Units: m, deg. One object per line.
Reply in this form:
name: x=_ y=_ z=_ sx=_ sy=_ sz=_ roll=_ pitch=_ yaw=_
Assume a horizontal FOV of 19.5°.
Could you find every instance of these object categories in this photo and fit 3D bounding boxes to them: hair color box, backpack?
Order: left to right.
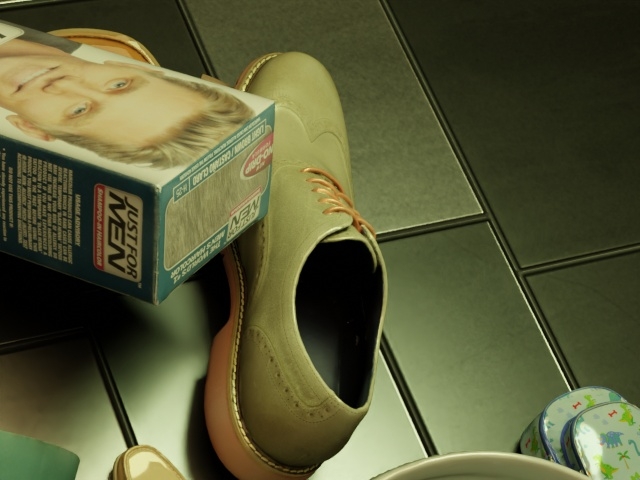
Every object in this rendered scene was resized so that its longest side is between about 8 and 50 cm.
hair color box: x=-0.226 y=-0.079 z=1.416 sx=0.347 sy=0.105 sz=0.174 roll=18 pitch=33 yaw=21
backpack: x=0.225 y=0.175 z=1.505 sx=0.105 sy=0.084 sz=0.114 roll=-12 pitch=59 yaw=-27

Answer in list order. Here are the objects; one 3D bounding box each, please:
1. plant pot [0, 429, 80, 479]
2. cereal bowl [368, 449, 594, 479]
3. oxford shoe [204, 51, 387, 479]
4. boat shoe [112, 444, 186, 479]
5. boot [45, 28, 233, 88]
plant pot: x=-0.313 y=0.235 z=1.171 sx=0.293 sy=0.293 sz=0.235 roll=9 pitch=75 yaw=-12
cereal bowl: x=0.103 y=0.320 z=1.302 sx=0.339 sy=0.141 sz=0.338 roll=3 pitch=78 yaw=-13
oxford shoe: x=0.000 y=0.000 z=1.491 sx=0.140 sy=0.146 sz=0.397 roll=18 pitch=54 yaw=-32
boat shoe: x=-0.099 y=0.217 z=1.384 sx=0.063 sy=0.059 sz=0.170 roll=-22 pitch=66 yaw=-29
boot: x=-0.168 y=-0.089 z=1.563 sx=0.197 sy=0.073 sz=0.152 roll=17 pitch=58 yaw=-3
